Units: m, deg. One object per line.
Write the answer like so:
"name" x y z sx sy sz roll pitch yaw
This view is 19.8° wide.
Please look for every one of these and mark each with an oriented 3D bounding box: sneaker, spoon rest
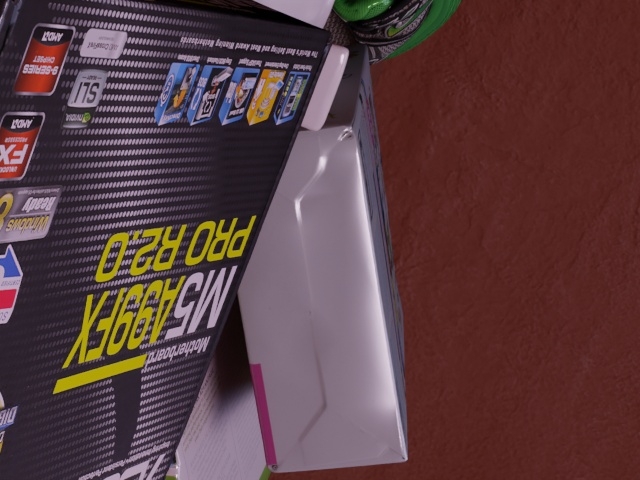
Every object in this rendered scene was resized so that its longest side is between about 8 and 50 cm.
"sneaker" 0.036 -0.215 1.387 0.146 0.134 0.343 -43 175 -22
"spoon rest" -0.028 -0.158 1.191 0.276 0.084 0.137 -93 -158 -65

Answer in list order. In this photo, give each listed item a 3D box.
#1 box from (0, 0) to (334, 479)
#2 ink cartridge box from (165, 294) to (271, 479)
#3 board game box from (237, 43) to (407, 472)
"box" -0.099 0.011 0.640 0.216 0.060 0.270 -69 163 10
"ink cartridge box" -0.108 0.090 1.245 0.189 0.097 0.255 -63 151 -52
"board game box" 0.000 0.000 1.274 0.303 0.097 0.224 -78 160 -75
